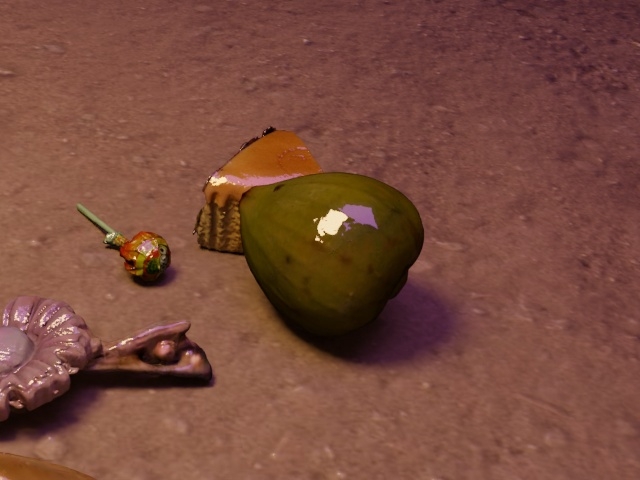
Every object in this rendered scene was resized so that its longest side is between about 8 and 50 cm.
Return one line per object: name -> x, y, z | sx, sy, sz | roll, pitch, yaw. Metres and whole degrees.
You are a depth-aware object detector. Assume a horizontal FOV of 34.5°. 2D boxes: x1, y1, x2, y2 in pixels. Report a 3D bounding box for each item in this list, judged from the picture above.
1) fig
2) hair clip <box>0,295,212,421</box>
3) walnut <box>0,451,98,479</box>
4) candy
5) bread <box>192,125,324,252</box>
fig -> 0.000, 0.000, 1.227 | 0.225, 0.203, 0.203 | 33, 35, 6
hair clip -> -0.259, 0.117, 1.078 | 0.300, 0.069, 0.173 | -2, 28, -22
walnut -> -0.223, 0.273, 0.666 | 0.313, 0.277, 0.252 | 7, 64, -28
candy -> -0.258, -0.008, 1.310 | 0.060, 0.060, 0.201 | -17, 33, -38
bread -> -0.086, -0.070, 1.381 | 0.169, 0.140, 0.160 | 4, 38, -13
